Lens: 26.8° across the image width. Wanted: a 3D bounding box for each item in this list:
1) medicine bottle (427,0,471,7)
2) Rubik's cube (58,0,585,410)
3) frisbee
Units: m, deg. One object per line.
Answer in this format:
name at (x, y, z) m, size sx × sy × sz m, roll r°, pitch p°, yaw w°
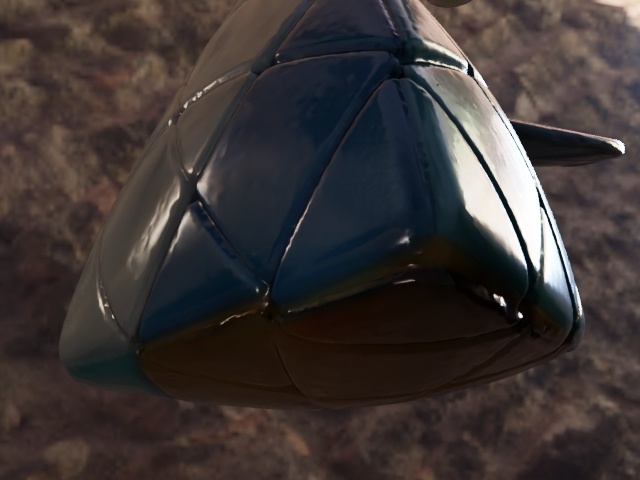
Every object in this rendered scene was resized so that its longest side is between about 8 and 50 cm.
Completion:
medicine bottle at (0.092, -0.220, 1.001) m, size 0.052 × 0.052 × 0.089 m, roll -1°, pitch -126°, yaw -12°
Rubik's cube at (0.038, -0.030, 0.616) m, size 0.254 × 0.254 × 0.254 m, roll 4°, pitch -152°, yaw -2°
frisbee at (0.149, -0.101, 1.307) m, size 0.289 × 0.049 × 0.289 m, roll 11°, pitch -173°, yaw -1°
